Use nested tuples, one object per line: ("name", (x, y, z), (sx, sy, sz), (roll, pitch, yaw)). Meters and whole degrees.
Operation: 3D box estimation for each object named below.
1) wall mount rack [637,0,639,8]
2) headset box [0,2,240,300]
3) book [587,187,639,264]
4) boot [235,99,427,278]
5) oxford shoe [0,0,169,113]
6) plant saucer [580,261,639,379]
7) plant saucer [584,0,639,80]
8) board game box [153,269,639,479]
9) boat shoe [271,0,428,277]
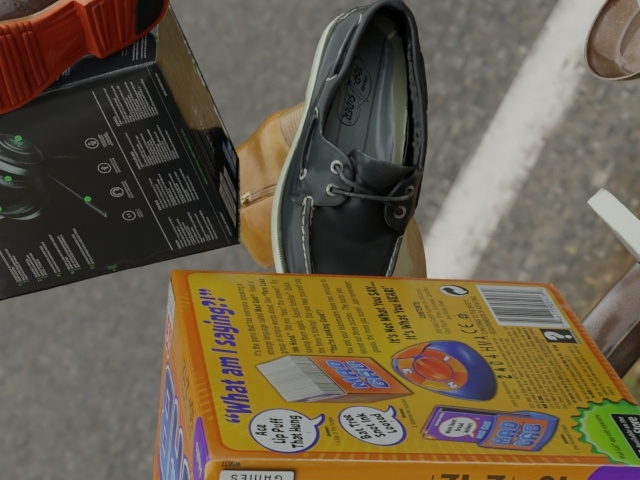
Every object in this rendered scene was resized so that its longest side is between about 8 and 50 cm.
("wall mount rack", (0.472, -0.304, 1.740), (0.304, 0.130, 0.350), (-14, 23, 26))
("headset box", (-0.249, -0.089, 1.736), (0.283, 0.246, 0.131), (-14, 43, 10))
("book", (0.299, 0.023, 1.565), (0.035, 0.144, 0.096), (-43, 36, 5))
("boot", (-0.001, -0.001, 1.905), (0.211, 0.104, 0.295), (-36, 68, 51))
("oxford shoe", (-0.273, -0.189, 1.581), (0.098, 0.271, 0.097), (49, 154, 34))
("plant saucer", (0.294, 0.110, 1.828), (0.310, 0.050, 0.310), (-46, -16, -17))
("plant saucer", (0.379, -0.249, 1.966), (0.198, 0.036, 0.198), (-39, 29, 27))
("board game box", (0.049, 0.257, 1.481), (0.356, 0.356, 0.356), (-112, 26, -67))
("boat shoe", (0.042, -0.073, 1.655), (0.113, 0.127, 0.340), (146, 140, -63))
